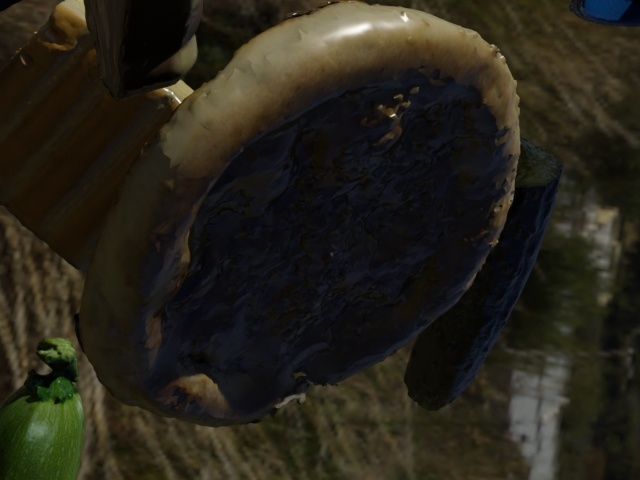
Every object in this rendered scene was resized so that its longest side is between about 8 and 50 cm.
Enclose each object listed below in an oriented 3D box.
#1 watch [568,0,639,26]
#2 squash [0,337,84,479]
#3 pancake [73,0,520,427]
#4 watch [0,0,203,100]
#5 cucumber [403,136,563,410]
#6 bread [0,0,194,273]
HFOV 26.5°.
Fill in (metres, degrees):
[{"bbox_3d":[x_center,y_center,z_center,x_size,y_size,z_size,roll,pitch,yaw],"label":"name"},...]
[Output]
[{"bbox_3d":[0.301,-0.248,1.146,0.196,0.200,0.171,22,67,-48],"label":"watch"},{"bbox_3d":[-0.276,0.263,1.198,0.101,0.101,0.378,-10,121,-60],"label":"squash"},{"bbox_3d":[-0.001,-0.001,0.966,0.382,0.071,0.382,-26,145,-21],"label":"pancake"},{"bbox_3d":[-0.254,-0.261,0.850,0.314,0.327,0.335,106,-28,-50],"label":"watch"},{"bbox_3d":[0.139,0.050,1.217,0.072,0.081,0.303,-6,131,-26],"label":"cucumber"},{"bbox_3d":[-0.265,-0.113,1.492,0.246,0.239,0.111,-45,-168,17],"label":"bread"}]
